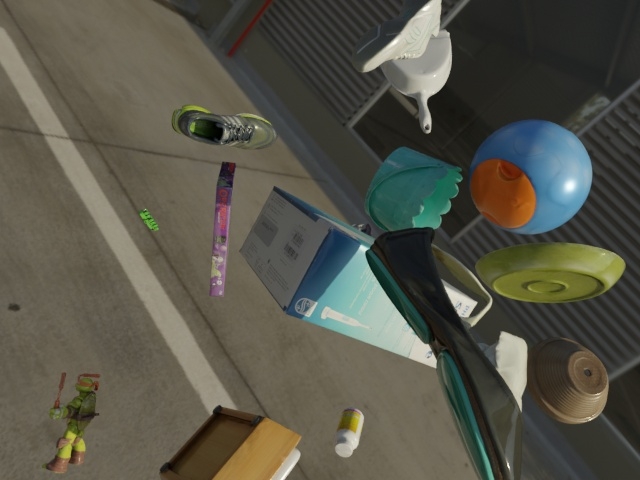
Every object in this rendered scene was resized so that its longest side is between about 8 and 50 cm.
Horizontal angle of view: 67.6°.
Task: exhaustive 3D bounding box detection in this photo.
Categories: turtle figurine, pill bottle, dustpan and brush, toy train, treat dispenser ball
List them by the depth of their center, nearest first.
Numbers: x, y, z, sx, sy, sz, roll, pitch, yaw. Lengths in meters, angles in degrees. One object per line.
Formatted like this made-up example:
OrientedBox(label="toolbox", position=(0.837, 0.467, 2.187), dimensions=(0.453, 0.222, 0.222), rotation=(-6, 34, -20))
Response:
OrientedBox(label="pill bottle", position=(0.049, 0.339, 0.845), dimensions=(0.043, 0.043, 0.083), rotation=(44, 26, -5))
OrientedBox(label="dustpan and brush", position=(0.192, -0.306, 0.922), dimensions=(0.060, 0.147, 0.211), rotation=(87, -2, -63))
OrientedBox(label="turtle figurine", position=(-0.576, 0.421, 1.143), dimensions=(0.087, 0.218, 0.269), rotation=(12, -9, -9))
OrientedBox(label="treat dispenser ball", position=(0.527, -0.160, 1.217), dimensions=(0.288, 0.288, 0.288), rotation=(38, 22, -18))
OrientedBox(label="toy train", position=(-0.452, -0.052, 1.257), dimensions=(0.083, 0.023, 0.017), rotation=(77, -9, -54))

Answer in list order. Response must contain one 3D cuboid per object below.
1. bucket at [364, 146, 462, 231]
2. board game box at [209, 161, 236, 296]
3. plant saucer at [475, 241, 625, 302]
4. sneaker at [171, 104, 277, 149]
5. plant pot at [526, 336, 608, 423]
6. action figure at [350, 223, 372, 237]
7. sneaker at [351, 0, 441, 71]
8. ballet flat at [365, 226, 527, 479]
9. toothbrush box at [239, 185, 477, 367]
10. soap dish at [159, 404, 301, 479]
OrientedBox(label="bucket", position=(0.274, -0.135, 1.437), dimensions=(0.183, 0.281, 0.281), rotation=(33, 15, 25))
OrientedBox(label="board game box", position=(-0.289, -0.035, 1.411), dimensions=(0.056, 0.347, 0.208), rotation=(7, 27, -6))
OrientedBox(label="plant saucer", position=(0.399, 0.067, 0.844), dimensions=(0.240, 0.240, 0.037), rotation=(28, 60, -38))
OrientedBox(label="sneaker", position=(-0.261, -0.304, 1.352), dimensions=(0.299, 0.111, 0.121), rotation=(0, 27, -25))
OrientedBox(label="plant pot", position=(0.699, 0.375, 1.315), dimensions=(0.237, 0.110, 0.238), rotation=(4, 64, -9))
OrientedBox(label="action figure", position=(0.000, 0.000, 1.380), dimensions=(0.284, 0.186, 0.099), rotation=(0, 48, -12))
OrientedBox(label="sneaker", position=(0.100, -0.242, 0.579), dimensions=(0.053, 0.152, 0.061), rotation=(31, -24, 41))
OrientedBox(label="ballet flat", position=(0.140, 0.096, 0.471), dimensions=(0.095, 0.096, 0.281), rotation=(74, -7, -64))
OrientedBox(label="toothbrush box", position=(0.053, 0.055, 0.732), dimensions=(0.295, 0.126, 0.216), rotation=(27, 6, -31))
OrientedBox(label="soap dish", position=(-0.195, 0.456, 0.977), dimensions=(0.229, 0.290, 0.118), rotation=(-44, 104, -33))
